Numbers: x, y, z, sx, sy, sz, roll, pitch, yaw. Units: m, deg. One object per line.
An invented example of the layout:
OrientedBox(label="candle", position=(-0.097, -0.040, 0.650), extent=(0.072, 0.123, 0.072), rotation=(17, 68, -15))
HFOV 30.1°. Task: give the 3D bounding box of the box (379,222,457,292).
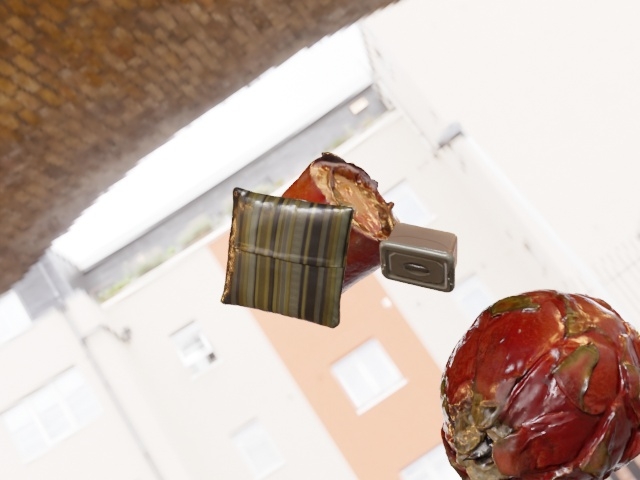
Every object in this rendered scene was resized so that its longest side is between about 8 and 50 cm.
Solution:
OrientedBox(label="box", position=(0.158, 0.024, 1.867), extent=(0.089, 0.122, 0.062), rotation=(83, -155, -46))

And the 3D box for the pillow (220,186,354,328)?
OrientedBox(label="pillow", position=(-0.058, 0.028, 1.956), extent=(0.052, 0.212, 0.208), rotation=(-37, -44, -67))

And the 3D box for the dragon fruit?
OrientedBox(label="dragon fruit", position=(0.299, 0.203, 1.580), extent=(0.343, 0.277, 0.277), rotation=(-3, -37, -39))

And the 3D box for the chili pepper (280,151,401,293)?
OrientedBox(label="chili pepper", position=(0.000, 0.000, 2.403), extent=(0.251, 0.229, 0.305), rotation=(9, -39, -40))
